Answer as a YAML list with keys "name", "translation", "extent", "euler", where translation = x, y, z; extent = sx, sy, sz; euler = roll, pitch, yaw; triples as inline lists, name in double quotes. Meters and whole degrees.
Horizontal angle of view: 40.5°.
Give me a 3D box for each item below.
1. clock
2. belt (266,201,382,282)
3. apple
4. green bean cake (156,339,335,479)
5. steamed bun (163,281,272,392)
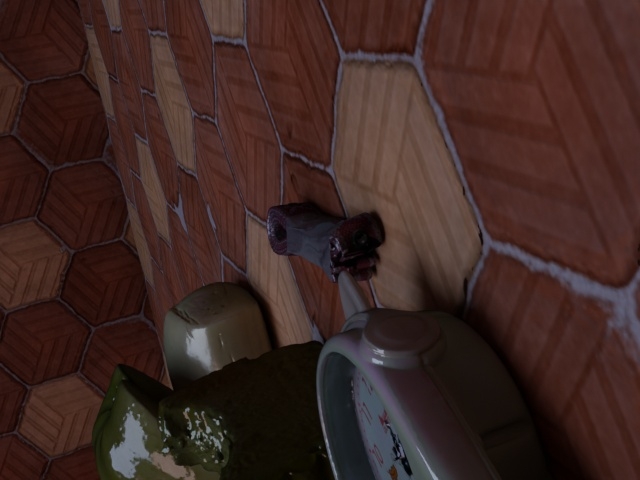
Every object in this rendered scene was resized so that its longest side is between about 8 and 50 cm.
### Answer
- name: "clock"
  translation: [0.089, 0.180, 0.712]
  extent: [0.265, 0.108, 0.324]
  euler: [98, 151, -54]
- name: "belt"
  translation: [0.000, 0.000, 0.911]
  extent: [0.232, 0.053, 0.072]
  euler: [-163, 67, -68]
- name: "apple"
  translation: [-0.200, 0.336, 1.391]
  extent: [0.320, 0.360, 0.312]
  euler: [-39, 25, 36]
- name: "green bean cake"
  translation: [-0.052, 0.235, 0.980]
  extent: [0.236, 0.232, 0.124]
  euler: [-139, 32, -60]
- name: "steamed bun"
  translation: [-0.168, 0.174, 1.375]
  extent: [0.250, 0.154, 0.200]
  euler: [10, 115, 67]
